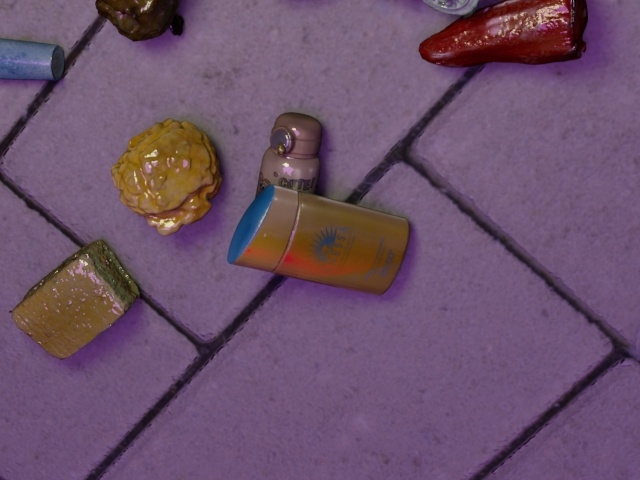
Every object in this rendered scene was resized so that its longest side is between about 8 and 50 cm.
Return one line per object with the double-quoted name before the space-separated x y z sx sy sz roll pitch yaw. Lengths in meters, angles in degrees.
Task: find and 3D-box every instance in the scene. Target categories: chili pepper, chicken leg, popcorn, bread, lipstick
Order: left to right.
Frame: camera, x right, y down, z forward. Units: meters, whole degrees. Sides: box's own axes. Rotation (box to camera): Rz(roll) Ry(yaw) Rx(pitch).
"lipstick" -0.562 -0.301 1.779 0.274 0.061 0.068 5 111 7
"bread" -0.420 0.104 1.868 0.196 0.102 0.138 -38 96 21
"chicken leg" -0.246 -0.458 1.583 0.140 0.211 0.361 33 125 17
"popcorn" -0.244 -0.105 1.742 0.180 0.180 0.170 21 145 2
"chili pepper" 0.273 -0.307 1.611 0.253 0.144 0.136 -7 126 24

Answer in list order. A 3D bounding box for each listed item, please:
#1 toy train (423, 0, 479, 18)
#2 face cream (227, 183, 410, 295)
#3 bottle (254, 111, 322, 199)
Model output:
"toy train" 0.157 -0.463 1.496 0.249 0.173 0.307 29 150 3
"face cream" 0.000 0.000 1.711 0.285 0.067 0.139 13 104 -28
"bottle" -0.055 -0.099 1.736 0.097 0.110 0.209 20 111 24
